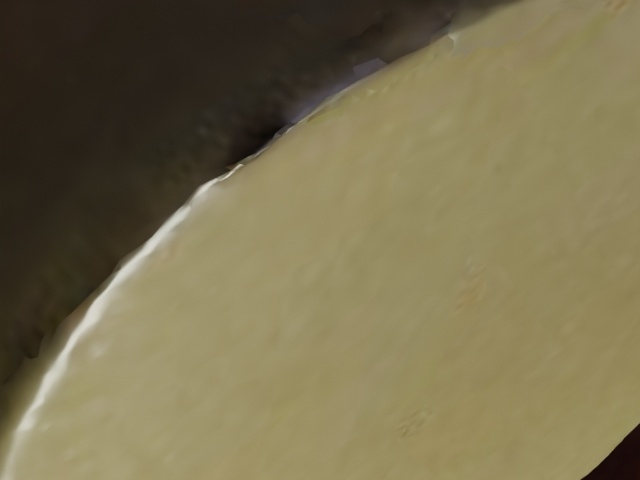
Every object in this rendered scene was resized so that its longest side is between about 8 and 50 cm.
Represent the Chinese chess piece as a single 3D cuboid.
[{"bbox_3d":[0.000,0.000,0.475,0.273,0.102,0.273,-27,146,-19],"label":"Chinese chess piece"}]
